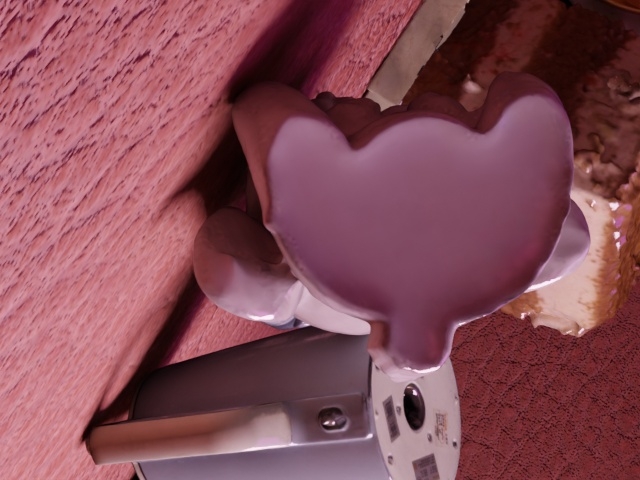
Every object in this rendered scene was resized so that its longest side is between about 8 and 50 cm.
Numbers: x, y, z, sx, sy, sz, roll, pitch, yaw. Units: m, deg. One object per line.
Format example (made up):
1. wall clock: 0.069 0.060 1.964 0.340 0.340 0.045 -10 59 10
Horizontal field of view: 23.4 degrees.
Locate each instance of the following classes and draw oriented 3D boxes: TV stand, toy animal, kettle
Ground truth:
1. TV stand: 0.095 -0.186 1.444 0.249 0.036 0.042 -56 175 2
2. toy animal: 0.027 -0.009 1.071 0.265 0.271 0.206 173 -90 -71
3. kettle: -0.041 0.148 1.211 0.210 0.243 0.160 -7 87 -64

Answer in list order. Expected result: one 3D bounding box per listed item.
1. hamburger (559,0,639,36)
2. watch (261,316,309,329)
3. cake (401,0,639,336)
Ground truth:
1. hamburger: 0.371 -0.338 1.726 0.274 0.274 0.212 -56 171 -1
2. watch: 0.000 0.000 1.539 0.206 0.068 0.193 -61 172 22
3. cake: 0.232 -0.094 1.651 0.256 0.290 0.282 -56 157 -33
